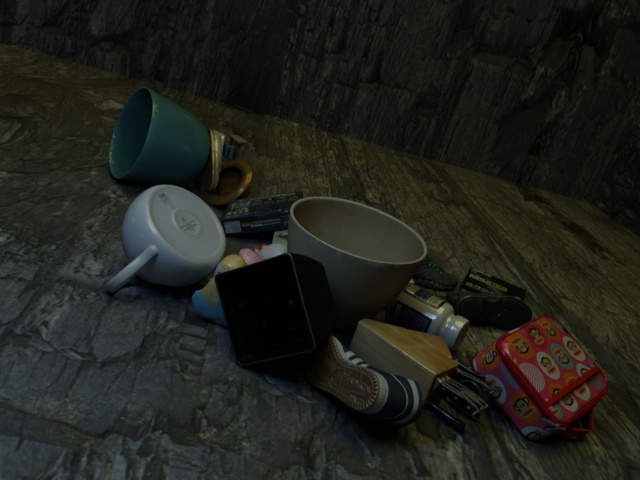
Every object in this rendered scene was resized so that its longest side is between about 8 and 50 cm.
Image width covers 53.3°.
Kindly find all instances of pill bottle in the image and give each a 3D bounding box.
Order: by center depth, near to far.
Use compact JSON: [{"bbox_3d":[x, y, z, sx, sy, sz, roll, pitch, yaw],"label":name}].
[{"bbox_3d":[0.264,0.190,1.569,0.187,0.112,0.112,28,23,27],"label":"pill bottle"}]

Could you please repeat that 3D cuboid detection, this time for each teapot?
[{"bbox_3d":[-0.355,0.013,1.442,0.256,0.187,0.252,21,40,-44],"label":"teapot"}]

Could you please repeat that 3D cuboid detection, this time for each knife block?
[{"bbox_3d":[0.206,0.281,1.319,0.276,0.088,0.242,15,20,-8],"label":"knife block"}]

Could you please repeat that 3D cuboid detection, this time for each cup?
[{"bbox_3d":[0.057,0.071,1.518,0.331,0.237,0.331,15,23,-7],"label":"cup"}]

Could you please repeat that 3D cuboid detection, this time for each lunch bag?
[{"bbox_3d":[0.493,0.309,1.389,0.293,0.120,0.258,-12,60,-45],"label":"lunch bag"}]

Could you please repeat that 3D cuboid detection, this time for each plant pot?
[{"bbox_3d":[-0.071,0.129,1.276,0.188,0.187,0.167,-17,-4,28],"label":"plant pot"},{"bbox_3d":[-0.492,-0.303,2.009,0.235,0.293,0.293,16,17,-38],"label":"plant pot"}]

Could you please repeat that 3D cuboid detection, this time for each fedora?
[{"bbox_3d":[-0.285,-0.170,2.054,0.194,0.194,0.079,40,-7,47],"label":"fedora"}]

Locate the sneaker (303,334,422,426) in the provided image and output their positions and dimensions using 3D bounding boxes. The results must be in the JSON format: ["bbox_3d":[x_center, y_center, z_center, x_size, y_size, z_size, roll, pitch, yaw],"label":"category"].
[{"bbox_3d":[0.083,0.272,1.241,0.153,0.099,0.282,25,0,-29],"label":"sneaker"}]

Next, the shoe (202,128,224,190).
[{"bbox_3d":[-0.337,-0.258,2.044,0.058,0.219,0.076,12,-25,-34],"label":"shoe"}]

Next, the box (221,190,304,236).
[{"bbox_3d":[-0.164,-0.082,1.882,0.233,0.059,0.183,-7,22,2],"label":"box"}]

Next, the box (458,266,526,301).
[{"bbox_3d":[0.531,0.158,1.965,0.191,0.045,0.184,24,24,15],"label":"box"}]

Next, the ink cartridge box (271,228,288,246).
[{"bbox_3d":[0.000,0.000,1.791,0.261,0.066,0.296,-6,21,2],"label":"ink cartridge box"}]

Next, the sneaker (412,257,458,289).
[{"bbox_3d":[0.321,0.084,1.908,0.224,0.098,0.083,11,21,-17],"label":"sneaker"}]

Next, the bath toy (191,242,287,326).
[{"bbox_3d":[-0.164,0.087,1.486,0.129,0.151,0.348,-14,10,20],"label":"bath toy"}]

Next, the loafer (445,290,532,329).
[{"bbox_3d":[0.469,0.181,1.773,0.267,0.096,0.084,14,14,-26],"label":"loafer"}]

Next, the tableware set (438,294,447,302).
[{"bbox_3d":[0.336,0.183,1.771,0.154,0.024,0.104,-6,31,-47],"label":"tableware set"}]

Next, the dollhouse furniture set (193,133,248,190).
[{"bbox_3d":[-0.352,-0.275,2.167,0.129,0.183,0.129,1,26,-38],"label":"dollhouse furniture set"}]

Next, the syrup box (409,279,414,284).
[{"bbox_3d":[0.178,0.096,1.762,0.093,0.096,0.237,11,21,-11],"label":"syrup box"}]

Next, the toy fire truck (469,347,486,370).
[{"bbox_3d":[0.438,0.293,1.536,0.135,0.047,0.192,23,22,15],"label":"toy fire truck"}]
